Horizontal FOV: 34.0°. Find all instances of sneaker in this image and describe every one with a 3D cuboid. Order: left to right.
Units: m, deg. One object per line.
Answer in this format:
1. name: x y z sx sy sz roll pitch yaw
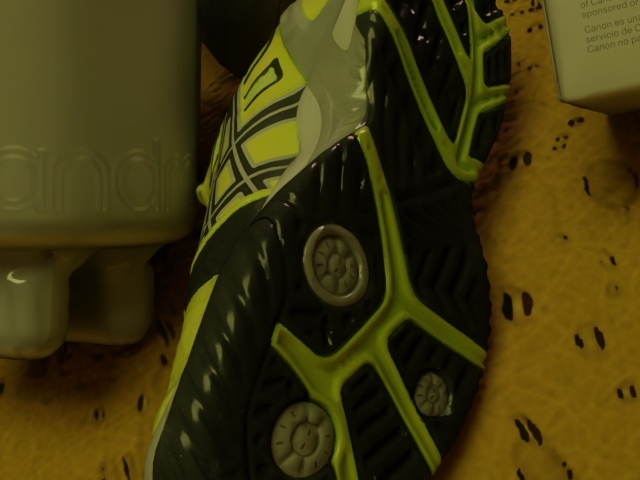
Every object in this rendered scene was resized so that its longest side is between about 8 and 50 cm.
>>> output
1. sneaker: 0.000 0.000 0.556 0.147 0.145 0.384 -23 36 44

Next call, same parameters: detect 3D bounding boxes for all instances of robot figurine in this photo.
1. robot figurine: -0.173 -0.111 0.622 0.200 0.300 0.353 0 92 29

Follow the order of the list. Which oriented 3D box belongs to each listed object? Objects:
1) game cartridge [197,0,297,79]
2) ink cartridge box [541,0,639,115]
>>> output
1. game cartridge: -0.109 -0.273 0.728 0.060 0.196 0.294 -27 68 -26
2. ink cartridge box: 0.206 -0.219 0.503 0.207 0.117 0.283 -9 89 26
